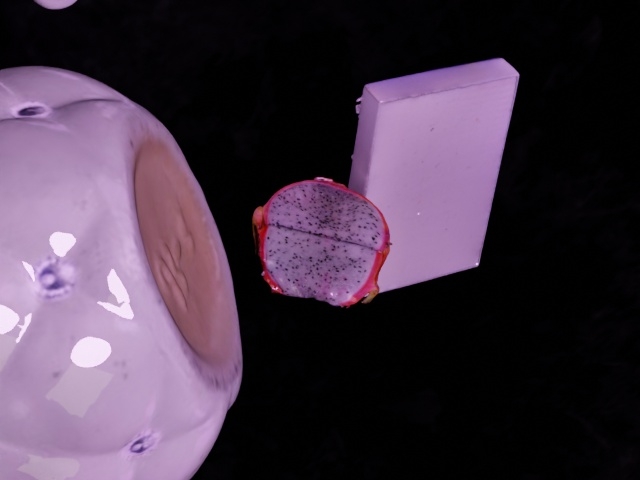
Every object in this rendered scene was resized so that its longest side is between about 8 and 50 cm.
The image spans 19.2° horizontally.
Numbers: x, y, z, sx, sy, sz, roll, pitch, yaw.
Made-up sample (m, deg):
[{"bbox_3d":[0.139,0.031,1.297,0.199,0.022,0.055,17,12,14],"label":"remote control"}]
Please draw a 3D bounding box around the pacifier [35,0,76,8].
[{"bbox_3d":[-0.134,-0.141,0.906,0.099,0.078,0.081,1,145,-38],"label":"pacifier"}]

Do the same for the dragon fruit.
[{"bbox_3d":[0.000,0.000,1.136,0.083,0.060,0.056,9,131,-1],"label":"dragon fruit"}]

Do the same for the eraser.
[{"bbox_3d":[0.063,-0.037,1.177,0.103,0.023,0.150,-14,131,-28],"label":"eraser"}]

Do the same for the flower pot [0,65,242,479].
[{"bbox_3d":[-0.152,0.035,0.917,0.195,0.246,0.246,-19,139,12],"label":"flower pot"}]
